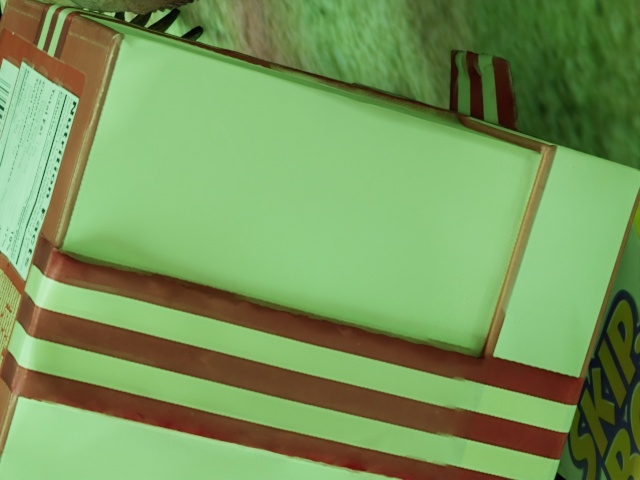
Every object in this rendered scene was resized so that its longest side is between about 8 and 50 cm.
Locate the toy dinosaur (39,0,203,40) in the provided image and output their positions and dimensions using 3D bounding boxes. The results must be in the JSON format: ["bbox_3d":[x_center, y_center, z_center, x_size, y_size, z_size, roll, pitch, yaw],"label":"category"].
[{"bbox_3d":[-0.117,-0.173,1.146,0.296,0.127,0.200,-7,114,54],"label":"toy dinosaur"}]

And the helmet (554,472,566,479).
[{"bbox_3d":[0.096,0.184,0.967,0.161,0.169,0.169,-19,95,60],"label":"helmet"}]

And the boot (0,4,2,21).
[{"bbox_3d":[-0.193,-0.099,1.017,0.146,0.367,0.445,-9,100,24],"label":"boot"}]

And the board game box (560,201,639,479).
[{"bbox_3d":[0.146,0.103,0.805,0.124,0.039,0.259,112,157,-47],"label":"board game box"}]

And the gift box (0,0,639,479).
[{"bbox_3d":[-0.025,0.024,0.838,0.276,0.258,0.255,-137,64,-67],"label":"gift box"}]
